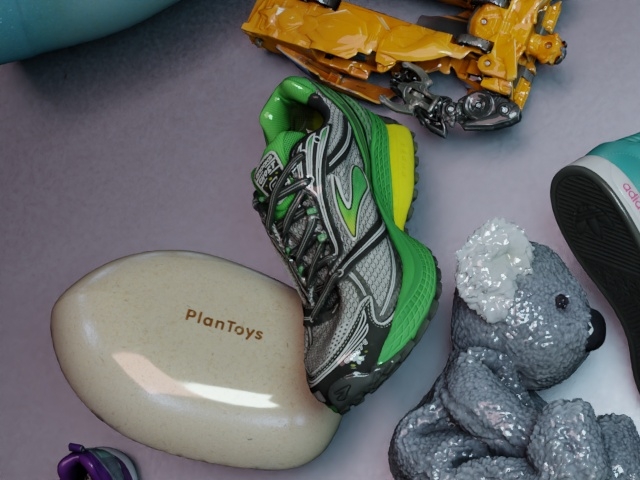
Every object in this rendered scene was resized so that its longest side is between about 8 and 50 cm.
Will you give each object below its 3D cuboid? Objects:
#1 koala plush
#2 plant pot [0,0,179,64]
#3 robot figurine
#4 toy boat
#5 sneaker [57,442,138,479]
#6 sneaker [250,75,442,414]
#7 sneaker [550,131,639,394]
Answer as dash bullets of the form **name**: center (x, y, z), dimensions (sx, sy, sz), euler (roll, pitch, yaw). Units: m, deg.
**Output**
- **koala plush**: center (0.157, 0.100, 1.294), dimensions (0.203, 0.196, 0.221), euler (-1, 80, 24)
- **plant pot**: center (-0.210, -0.312, 1.451), dimensions (0.255, 0.271, 0.272), euler (-11, 74, -4)
- **robot figurine**: center (0.088, -0.207, 1.436), dimensions (0.291, 0.085, 0.211), euler (20, 82, 18)
- **toy boat**: center (-0.127, 0.158, 1.338), dimensions (0.267, 0.148, 0.318), euler (21, 55, 1)
- **sneaker**: center (-0.207, 0.289, 1.377), dimensions (0.083, 0.098, 0.224), euler (-8, 75, 12)
- **sneaker**: center (0.000, 0.000, 1.303), dimensions (0.134, 0.146, 0.343), euler (-45, 32, 29)
- **sneaker**: center (0.322, 0.029, 1.309), dimensions (0.178, 0.124, 0.295), euler (-34, 103, -29)
